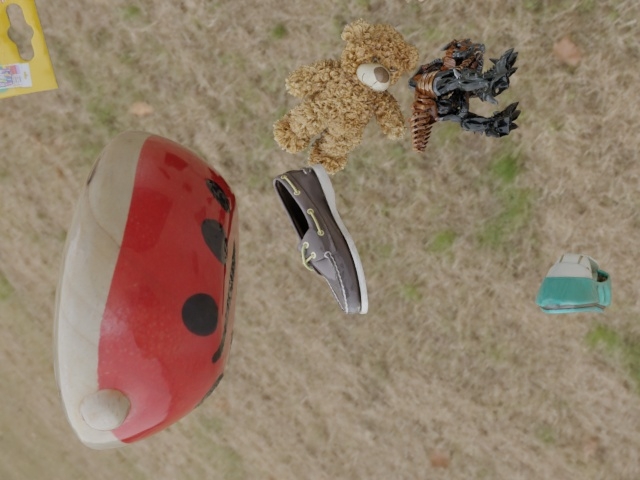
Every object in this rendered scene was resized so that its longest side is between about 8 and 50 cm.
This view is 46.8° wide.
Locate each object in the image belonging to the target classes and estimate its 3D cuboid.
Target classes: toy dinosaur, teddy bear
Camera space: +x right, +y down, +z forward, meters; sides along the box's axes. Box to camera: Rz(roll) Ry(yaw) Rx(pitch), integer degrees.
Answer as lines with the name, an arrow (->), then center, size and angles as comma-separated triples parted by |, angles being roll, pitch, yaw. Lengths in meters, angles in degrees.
toy dinosaur -> 0.258, -0.272, 1.412 | 0.218, 0.321, 0.164 | 13, 161, 28
teddy bear -> 0.045, -0.262, 1.435 | 0.338, 0.113, 0.245 | -29, 109, 31

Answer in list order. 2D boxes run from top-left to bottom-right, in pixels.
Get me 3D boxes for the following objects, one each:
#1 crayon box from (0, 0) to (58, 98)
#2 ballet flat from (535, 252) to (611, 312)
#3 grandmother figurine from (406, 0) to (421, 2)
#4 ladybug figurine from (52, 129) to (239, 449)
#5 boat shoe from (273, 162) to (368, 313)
crayon box -> -0.517, -0.258, 0.921 | 0.203, 0.323, 0.083 | 97, 154, -52
ballet flat -> 0.363, 0.061, 1.060 | 0.083, 0.247, 0.087 | -1, 85, 30
grandmother figurine -> 0.336, -0.632, 1.618 | 0.208, 0.342, 0.104 | -34, -79, -87
ladybug figurine -> -0.181, 0.044, 0.852 | 0.162, 0.449, 0.305 | 0, 126, -2
boat shoe -> 0.000, 0.000, 1.370 | 0.116, 0.097, 0.324 | 103, 150, -59
